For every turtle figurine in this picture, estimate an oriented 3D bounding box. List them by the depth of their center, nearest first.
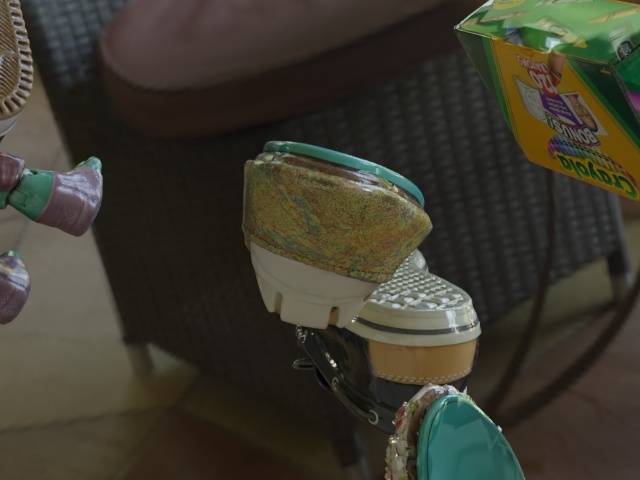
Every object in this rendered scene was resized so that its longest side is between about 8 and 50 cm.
[{"bbox_3d":[-0.244,-0.044,0.876,0.175,0.234,0.118,-36,39,34],"label":"turtle figurine"}]

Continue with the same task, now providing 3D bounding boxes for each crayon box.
[{"bbox_3d":[0.248,-0.131,1.449,0.081,0.165,0.278,-38,25,-11],"label":"crayon box"}]

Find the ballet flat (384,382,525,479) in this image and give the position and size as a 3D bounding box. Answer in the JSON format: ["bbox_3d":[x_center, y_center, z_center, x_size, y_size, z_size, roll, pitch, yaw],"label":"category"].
[{"bbox_3d":[0.084,0.173,0.844,0.077,0.241,0.091,-1,38,49],"label":"ballet flat"}]

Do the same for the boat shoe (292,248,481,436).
[{"bbox_3d":[0.052,0.095,1.784,0.186,0.156,0.500,-2,11,-12],"label":"boat shoe"}]

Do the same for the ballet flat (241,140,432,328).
[{"bbox_3d":[0.000,0.000,1.037,0.123,0.123,0.348,-15,3,-1],"label":"ballet flat"}]

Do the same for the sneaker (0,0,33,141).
[{"bbox_3d":[-0.268,-0.150,1.159,0.099,0.153,0.282,12,48,-24],"label":"sneaker"}]
